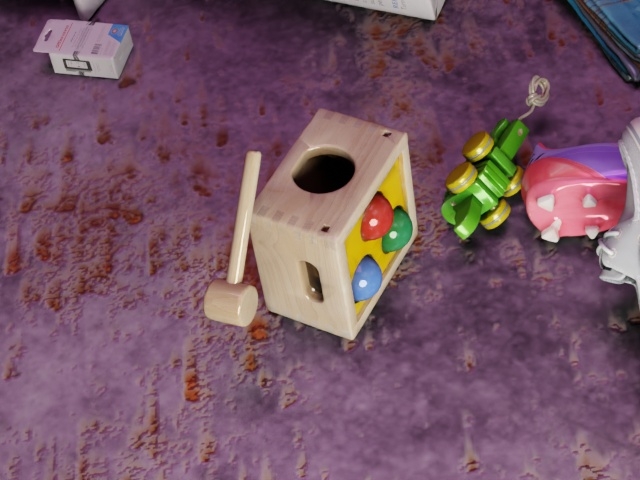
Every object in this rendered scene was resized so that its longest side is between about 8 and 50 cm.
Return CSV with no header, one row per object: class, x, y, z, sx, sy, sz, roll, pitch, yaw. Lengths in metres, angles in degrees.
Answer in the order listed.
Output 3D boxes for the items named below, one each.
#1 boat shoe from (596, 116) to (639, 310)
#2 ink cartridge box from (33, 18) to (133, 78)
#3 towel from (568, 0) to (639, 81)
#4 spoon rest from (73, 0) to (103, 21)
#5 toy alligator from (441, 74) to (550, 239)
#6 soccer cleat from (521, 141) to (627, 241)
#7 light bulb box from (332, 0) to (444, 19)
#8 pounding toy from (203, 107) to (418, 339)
boat shoe,0.254,0.017,1.349,0.081,0.079,0.228,-15,79,8
ink cartridge box,-0.227,-0.184,1.675,0.083,0.028,0.048,7,51,14
towel,0.383,-0.316,1.670,0.370,0.040,0.271,-24,57,-12
spoon rest,-0.344,-0.294,1.753,0.276,0.084,0.137,16,53,20
toy alligator,0.145,-0.068,1.506,0.051,0.056,0.190,-21,32,49
soccer cleat,0.291,-0.050,1.448,0.248,0.083,0.095,-2,45,10
light bulb box,-0.008,-0.442,1.711,0.361,0.225,0.358,14,60,21
pounding toy,-0.004,-0.002,1.382,0.094,0.181,0.206,18,55,22
